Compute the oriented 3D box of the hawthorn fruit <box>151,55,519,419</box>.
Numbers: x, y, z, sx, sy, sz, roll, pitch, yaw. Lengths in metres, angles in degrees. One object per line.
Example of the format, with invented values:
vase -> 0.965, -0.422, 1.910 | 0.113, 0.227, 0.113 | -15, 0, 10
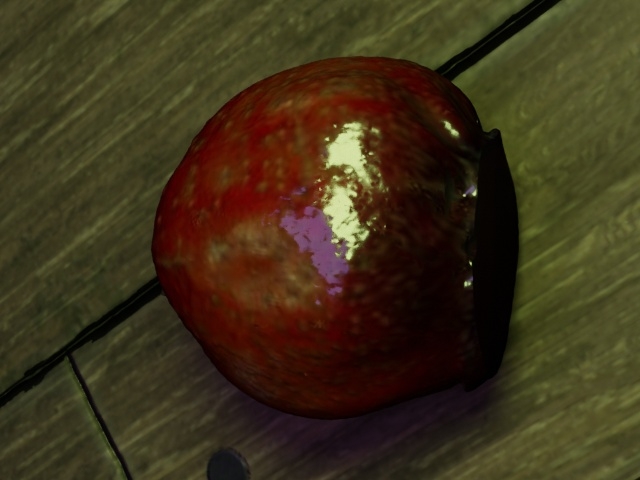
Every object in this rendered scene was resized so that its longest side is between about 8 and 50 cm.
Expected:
hawthorn fruit -> 0.000, 0.000, 1.092 | 0.249, 0.215, 0.215 | -18, 85, 40
